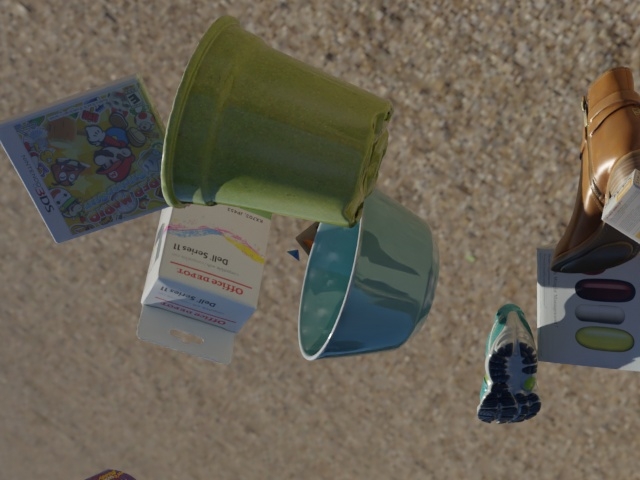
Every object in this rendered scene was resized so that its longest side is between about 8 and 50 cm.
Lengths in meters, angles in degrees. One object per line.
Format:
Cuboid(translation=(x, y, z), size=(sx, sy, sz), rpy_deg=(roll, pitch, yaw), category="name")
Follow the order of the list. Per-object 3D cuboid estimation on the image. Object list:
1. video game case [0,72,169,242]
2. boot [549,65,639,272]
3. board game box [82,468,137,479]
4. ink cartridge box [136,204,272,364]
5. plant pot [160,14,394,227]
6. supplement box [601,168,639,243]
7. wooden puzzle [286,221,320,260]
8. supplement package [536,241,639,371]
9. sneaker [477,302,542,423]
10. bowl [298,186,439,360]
Cuboid(translation=(-0.324, -0.115, 1.680), size=(0.227, 0.026, 0.206), rpy_deg=(-18, 119, 9), category="video game case")
Cuboid(translation=(0.389, -0.090, 1.647), size=(0.109, 0.220, 0.283), rpy_deg=(-2, 154, -11), category="boot")
Cuboid(translation=(-0.331, 0.376, 1.638), size=(0.133, 0.169, 0.033), rpy_deg=(-129, 22, -49), category="board game box")
Cuboid(translation=(-0.220, 0.043, 2.256), size=(0.207, 0.353, 0.119), rpy_deg=(19, 143, -16), category="ink cartridge box")
Cuboid(translation=(-0.045, -0.139, 1.580), size=(0.254, 0.276, 0.276), rpy_deg=(18, 156, 9), category="plant pot")
Cuboid(translation=(0.377, -0.027, 1.311), size=(0.098, 0.036, 0.062), rpy_deg=(33, 127, -1), category="supplement box")
Cuboid(translation=(0.000, 0.000, 2.105), size=(0.078, 0.116, 0.014), rpy_deg=(45, 180, 19), category="wooden puzzle")
Cuboid(translation=(0.475, 0.102, 1.898), size=(0.203, 0.194, 0.149), rpy_deg=(2, -173, 36), category="supplement package")
Cuboid(translation=(0.318, 0.216, 1.946), size=(0.107, 0.110, 0.275), rpy_deg=(0, 138, 1), category="sneaker")
Cuboid(translation=(0.087, 0.059, 1.897), size=(0.163, 0.311, 0.311), rpy_deg=(13, 162, -13), category="bowl")
